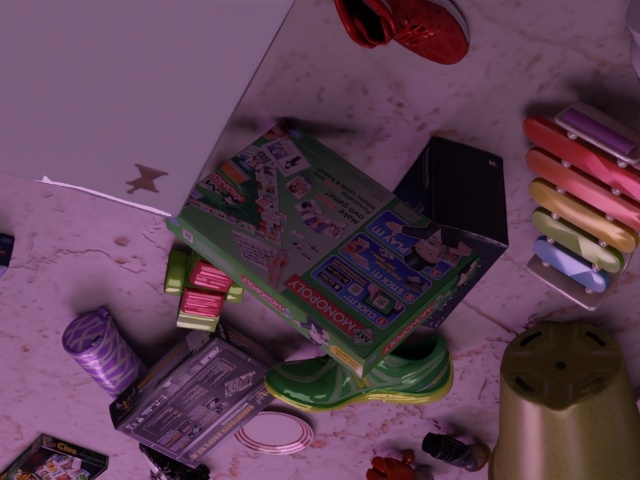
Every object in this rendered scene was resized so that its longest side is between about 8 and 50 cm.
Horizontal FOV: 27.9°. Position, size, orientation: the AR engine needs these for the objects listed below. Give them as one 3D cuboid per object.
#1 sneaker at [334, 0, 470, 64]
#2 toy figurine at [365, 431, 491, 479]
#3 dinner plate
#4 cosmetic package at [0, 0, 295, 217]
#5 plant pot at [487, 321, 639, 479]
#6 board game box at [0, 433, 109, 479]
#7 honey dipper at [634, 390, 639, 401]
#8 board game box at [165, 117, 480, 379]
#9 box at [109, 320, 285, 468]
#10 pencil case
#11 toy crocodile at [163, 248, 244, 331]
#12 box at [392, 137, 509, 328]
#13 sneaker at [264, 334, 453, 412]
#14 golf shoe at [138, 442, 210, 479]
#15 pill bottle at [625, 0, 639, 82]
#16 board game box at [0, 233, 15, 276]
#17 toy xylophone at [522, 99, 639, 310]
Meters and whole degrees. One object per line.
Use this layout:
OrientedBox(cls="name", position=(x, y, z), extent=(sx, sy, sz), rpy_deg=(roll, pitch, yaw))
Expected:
OrientedBox(cls="sneaker", position=(0.084, -0.235, 1.435), extent=(0.221, 0.128, 0.087), rpy_deg=(31, 133, -30))
OrientedBox(cls="toy figurine", position=(0.198, 0.448, 2.204), extent=(0.148, 0.213, 0.210), rpy_deg=(25, 134, -38))
OrientedBox(cls="dinner plate", position=(-0.082, 0.329, 2.221), extent=(0.141, 0.017, 0.141), rpy_deg=(1, 141, 1))
OrientedBox(cls="cosmetic package", position=(-0.212, -0.297, 1.167), extent=(0.330, 0.393, 0.327), rpy_deg=(17, 139, -18))
OrientedBox(cls="plant pot", position=(0.378, 0.271, 1.961), extent=(0.276, 0.276, 0.253), rpy_deg=(-6, 129, 11))
OrientedBox(cls="board game box", position=(-0.509, 0.441, 2.375), extent=(0.136, 0.030, 0.260), rpy_deg=(24, 136, -27))
OrientedBox(cls="honey dipper", position=(0.499, 0.279, 2.123), extent=(0.031, 0.030, 0.160), rpy_deg=(16, 135, -16))
OrientedBox(cls="board game box", position=(0.000, 0.000, 1.541), extent=(0.317, 0.213, 0.046), rpy_deg=(37, 148, 23))
OrientedBox(cls="box", position=(-0.186, 0.241, 2.020), extent=(0.231, 0.056, 0.183), rpy_deg=(-42, 131, 15))
OrientedBox(cls="pencil case", position=(-0.322, 0.191, 2.020), extent=(0.086, 0.088, 0.206), rpy_deg=(25, 157, 39))
OrientedBox(cls="toy crocodile", position=(-0.148, 0.031, 1.791), extent=(0.115, 0.105, 0.340), rpy_deg=(12, 140, -11))
OrientedBox(cls="box", position=(0.151, -0.007, 1.692), extent=(0.108, 0.153, 0.207), rpy_deg=(17, 138, -15))
OrientedBox(cls="sneaker", position=(0.058, 0.189, 1.978), extent=(0.296, 0.109, 0.123), rpy_deg=(-4, 114, -9))
OrientedBox(cls="golf shoe", position=(-0.279, 0.410, 2.286), extent=(0.094, 0.077, 0.198), rpy_deg=(-17, 136, 23))
OrientedBox(cls="pill bottle", position=(0.427, -0.194, 1.470), extent=(0.121, 0.121, 0.216), rpy_deg=(-18, 137, 23))
OrientedBox(cls="board game box", position=(-0.563, 0.047, 1.871), extent=(0.194, 0.060, 0.194), rpy_deg=(16, 138, -15))
OrientedBox(cls="toy xylophone", position=(0.368, -0.036, 1.628), extent=(0.236, 0.081, 0.322), rpy_deg=(29, 146, 32))
